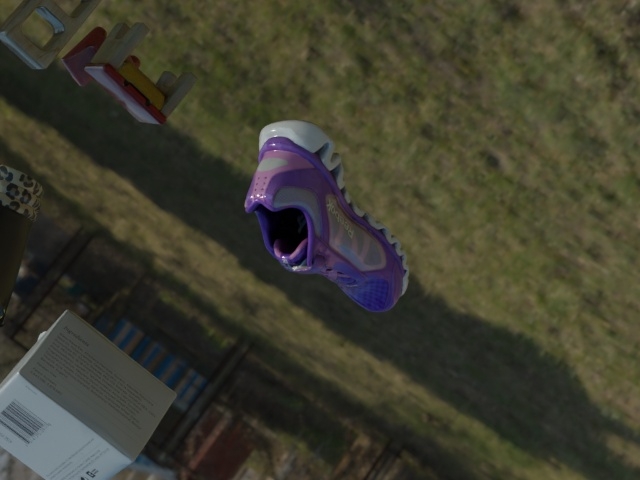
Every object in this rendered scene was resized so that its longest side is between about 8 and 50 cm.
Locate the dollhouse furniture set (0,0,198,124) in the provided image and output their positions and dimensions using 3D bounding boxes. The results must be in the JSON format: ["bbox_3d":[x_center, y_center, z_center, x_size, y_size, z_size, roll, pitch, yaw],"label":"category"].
[{"bbox_3d":[-0.352,-0.257,1.263,0.374,0.152,0.201,44,164,-31],"label":"dollhouse furniture set"}]

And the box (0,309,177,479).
[{"bbox_3d":[-0.314,0.214,1.393,0.182,0.119,0.181,40,136,-10],"label":"box"}]

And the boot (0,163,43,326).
[{"bbox_3d":[-0.332,0.026,1.075,0.085,0.179,0.236,22,169,-12],"label":"boot"}]

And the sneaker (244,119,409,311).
[{"bbox_3d":[0.000,0.000,1.056,0.095,0.105,0.236,-6,134,36],"label":"sneaker"}]
